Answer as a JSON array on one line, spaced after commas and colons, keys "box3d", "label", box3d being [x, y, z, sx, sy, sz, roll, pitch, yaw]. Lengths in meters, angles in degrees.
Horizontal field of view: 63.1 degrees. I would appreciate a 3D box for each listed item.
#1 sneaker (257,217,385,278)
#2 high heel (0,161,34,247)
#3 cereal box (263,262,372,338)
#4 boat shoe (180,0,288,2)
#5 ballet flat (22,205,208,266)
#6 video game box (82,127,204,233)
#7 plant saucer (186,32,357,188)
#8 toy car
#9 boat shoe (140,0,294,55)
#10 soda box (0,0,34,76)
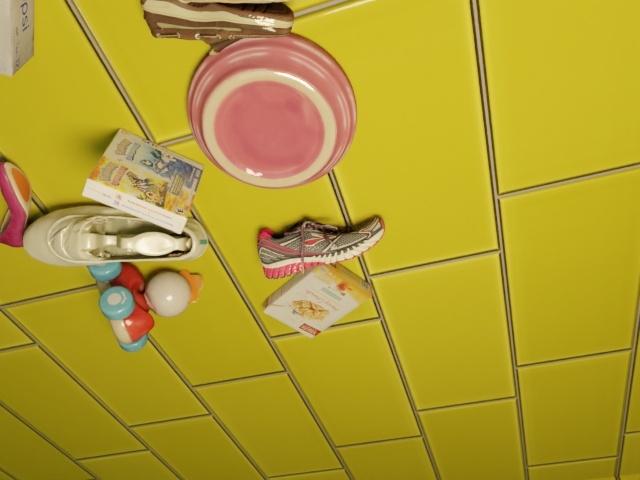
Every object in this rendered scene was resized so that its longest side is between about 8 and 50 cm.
[{"box3d": [0.000, 0.000, 1.184, 0.299, 0.121, 0.112, -15, 99, 5], "label": "sneaker"}, {"box3d": [-0.695, -0.075, 1.154, 0.117, 0.082, 0.244, -4, 145, -8], "label": "high heel"}, {"box3d": [-0.009, 0.151, 1.354, 0.173, 0.047, 0.240, 33, 124, -25], "label": "cereal box"}, {"box3d": [-0.161, -0.417, 0.792, 0.285, 0.089, 0.104, -5, 137, -15], "label": "boat shoe"}, {"box3d": [-0.451, -0.006, 1.141, 0.400, 0.139, 0.139, 1, 132, -10], "label": "ballet flat"}, {"box3d": [-0.336, -0.121, 1.022, 0.187, 0.205, 0.048, 21, 124, -17], "label": "video game box"}, {"box3d": [-0.095, -0.225, 1.004, 0.332, 0.084, 0.332, 1, 131, 1], "label": "plant saucer"}, {"box3d": [-0.412, 0.124, 1.287, 0.238, 0.210, 0.219, -19, 149, -20], "label": "toy car"}, {"box3d": [-0.171, -0.365, 0.883, 0.257, 0.095, 0.095, 12, 133, 6], "label": "boat shoe"}, {"box3d": [-0.522, -0.421, 0.833, 0.091, 0.098, 0.286, 15, 130, -13], "label": "soda box"}]
